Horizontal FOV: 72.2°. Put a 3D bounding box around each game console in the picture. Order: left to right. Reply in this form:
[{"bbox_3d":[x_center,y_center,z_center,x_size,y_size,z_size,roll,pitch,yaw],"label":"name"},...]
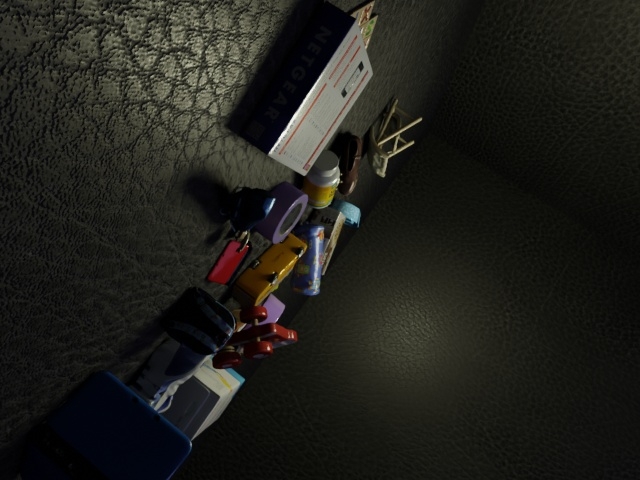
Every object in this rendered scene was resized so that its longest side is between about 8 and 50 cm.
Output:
[{"bbox_3d":[-0.481,0.495,0.985,0.250,0.293,0.173,-60,169,25],"label":"game console"},{"bbox_3d":[-0.279,0.058,1.343,0.144,0.085,0.124,-56,-159,6],"label":"game console"}]

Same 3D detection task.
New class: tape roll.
[{"bbox_3d":[-0.278,0.365,1.939,0.275,0.090,0.275,-49,-175,5],"label":"tape roll"},{"bbox_3d":[-0.126,-0.088,1.403,0.189,0.080,0.189,-54,170,-14],"label":"tape roll"}]

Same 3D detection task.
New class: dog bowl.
[{"bbox_3d":[0.128,-0.140,2.256,0.297,0.165,0.074,44,69,-80],"label":"dog bowl"}]

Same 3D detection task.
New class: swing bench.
[{"bbox_3d":[0.317,-0.470,2.052,0.255,0.165,0.253,-48,170,-8],"label":"swing bench"}]

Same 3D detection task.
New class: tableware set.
[{"bbox_3d":[-0.197,-0.045,1.221,0.169,0.020,0.141,-59,-162,7],"label":"tableware set"}]

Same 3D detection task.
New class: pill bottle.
[{"bbox_3d":[0.002,-0.210,1.499,0.118,0.117,0.208,-50,169,-28],"label":"pill bottle"}]

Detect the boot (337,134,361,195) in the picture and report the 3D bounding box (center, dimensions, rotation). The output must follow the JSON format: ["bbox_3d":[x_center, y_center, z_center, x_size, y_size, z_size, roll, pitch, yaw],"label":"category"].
[{"bbox_3d":[0.104,-0.281,1.702,0.207,0.090,0.249,-71,171,-72],"label":"boot"}]

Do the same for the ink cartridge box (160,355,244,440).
[{"bbox_3d":[-0.458,0.583,1.677,0.198,0.197,0.270,-55,171,1],"label":"ink cartridge box"}]

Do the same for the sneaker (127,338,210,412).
[{"bbox_3d":[-0.479,0.425,1.330,0.315,0.127,0.182,-45,171,-19],"label":"sneaker"}]

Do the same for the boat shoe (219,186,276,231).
[{"bbox_3d":[-0.181,-0.091,1.069,0.258,0.089,0.109,-26,-143,62],"label":"boat shoe"}]

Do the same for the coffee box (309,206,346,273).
[{"bbox_3d":[0.000,0.000,1.993,0.168,0.118,0.297,32,79,-77],"label":"coffee box"}]

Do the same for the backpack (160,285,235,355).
[{"bbox_3d":[-0.328,0.240,1.233,0.158,0.173,0.117,-52,170,-23],"label":"backpack"}]

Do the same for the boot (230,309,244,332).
[{"bbox_3d":[-0.370,0.365,1.766,0.197,0.073,0.152,-14,138,-58],"label":"boot"}]

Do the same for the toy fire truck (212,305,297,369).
[{"bbox_3d":[-0.262,0.376,1.623,0.302,0.169,0.254,-20,151,12],"label":"toy fire truck"}]

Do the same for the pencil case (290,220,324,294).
[{"bbox_3d":[-0.058,0.075,1.839,0.119,0.133,0.306,-31,125,-81],"label":"pencil case"}]

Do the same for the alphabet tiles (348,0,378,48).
[{"bbox_3d":[0.053,-0.468,1.205,0.285,0.011,0.343,-49,168,-36],"label":"alphabet tiles"}]

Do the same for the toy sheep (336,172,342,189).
[{"bbox_3d":[0.034,-0.233,1.674,0.091,0.091,0.132,-62,174,36],"label":"toy sheep"}]

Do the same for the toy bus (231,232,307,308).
[{"bbox_3d":[-0.188,0.110,1.674,0.333,0.108,0.130,-46,167,-43],"label":"toy bus"}]

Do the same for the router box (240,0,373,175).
[{"bbox_3d":[-0.015,-0.336,1.056,0.335,0.082,0.301,-55,169,7],"label":"router box"}]
